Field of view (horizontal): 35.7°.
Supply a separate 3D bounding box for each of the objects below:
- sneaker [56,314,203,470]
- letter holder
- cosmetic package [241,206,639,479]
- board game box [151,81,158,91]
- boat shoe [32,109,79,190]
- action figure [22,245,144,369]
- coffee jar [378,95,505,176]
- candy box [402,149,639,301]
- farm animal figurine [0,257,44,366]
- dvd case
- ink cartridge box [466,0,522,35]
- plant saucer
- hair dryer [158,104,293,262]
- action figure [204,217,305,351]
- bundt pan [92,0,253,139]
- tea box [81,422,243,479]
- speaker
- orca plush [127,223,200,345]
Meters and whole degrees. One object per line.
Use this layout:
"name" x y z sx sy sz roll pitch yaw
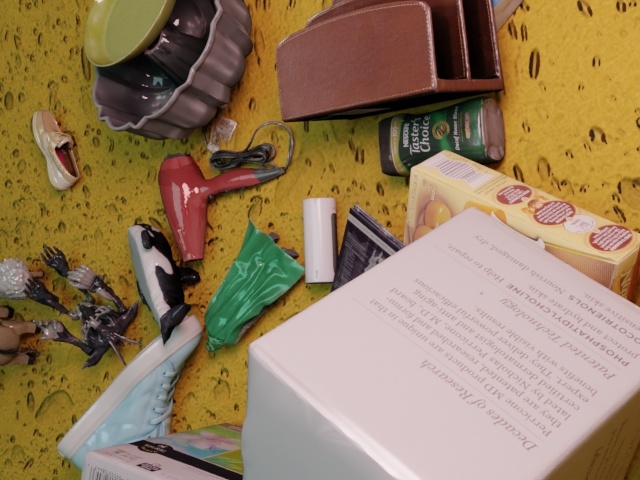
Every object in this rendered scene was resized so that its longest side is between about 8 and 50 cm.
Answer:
"sneaker" -0.302 0.288 1.758 0.150 0.135 0.366 42 109 -3
"letter holder" 0.086 -0.295 1.419 0.302 0.152 0.214 -4 94 47
"cosmetic package" 0.154 0.231 1.184 0.327 0.394 0.329 36 139 30
"board game box" -0.352 -0.299 1.860 0.103 0.026 0.154 -39 67 28
"boat shoe" -0.513 -0.184 1.953 0.059 0.063 0.170 -24 84 30
"action figure" -0.450 0.127 1.838 0.276 0.141 0.164 33 87 35
"coffee jar" 0.171 -0.147 1.446 0.184 0.079 0.096 -8 82 36
"candy box" 0.259 0.023 1.330 0.316 0.087 0.183 29 132 34
"farm animal figurine" -0.717 0.198 2.008 0.327 0.172 0.330 0 88 36
"dvd case" 0.084 0.077 1.476 0.164 0.018 0.221 41 139 30
"ink cartridge box" 0.204 -0.385 1.443 0.104 0.062 0.181 -50 63 24
"plant saucer" -0.313 -0.396 1.683 0.241 0.037 0.241 -22 57 37
"hair dryer" -0.186 -0.097 1.699 0.224 0.080 0.293 32 106 33
"action figure" -0.128 0.095 1.658 0.137 0.063 0.232 44 108 27
"bundt pan" -0.237 -0.312 1.683 0.331 0.124 0.330 -23 55 37
"tea box" -0.136 0.434 1.487 0.329 0.323 0.220 11 95 35
"speaker" 0.000 0.000 1.576 0.055 0.055 0.136 -6 84 35
"orca plush" -0.255 0.057 1.720 0.287 0.102 0.151 -137 42 -60
